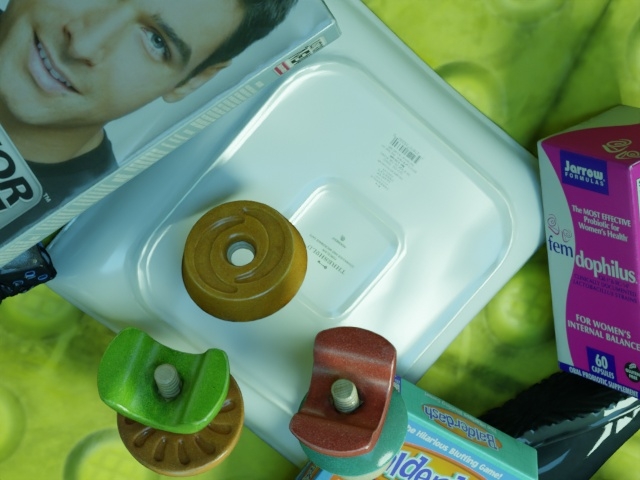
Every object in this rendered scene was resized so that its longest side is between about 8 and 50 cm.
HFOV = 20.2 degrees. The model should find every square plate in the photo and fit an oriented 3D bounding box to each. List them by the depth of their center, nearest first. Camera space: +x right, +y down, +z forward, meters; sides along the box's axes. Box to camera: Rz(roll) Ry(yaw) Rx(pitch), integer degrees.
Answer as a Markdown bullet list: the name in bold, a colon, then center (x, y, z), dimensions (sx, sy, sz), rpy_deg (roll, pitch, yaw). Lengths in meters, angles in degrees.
- **square plate**: center (0.000, 0.000, 1.505), dimensions (0.347, 0.049, 0.344), rpy_deg (39, 96, -25)

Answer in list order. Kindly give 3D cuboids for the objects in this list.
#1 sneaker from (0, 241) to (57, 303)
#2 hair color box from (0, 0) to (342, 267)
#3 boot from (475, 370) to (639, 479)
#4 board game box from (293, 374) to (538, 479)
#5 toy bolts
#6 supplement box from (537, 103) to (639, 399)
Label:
- **sneaker**: center (-0.269, 0.056, 1.429), dimensions (0.121, 0.079, 0.217), rpy_deg (-3, 109, -14)
- **hair color box**: center (-0.190, -0.125, 1.306), dimensions (0.374, 0.113, 0.185), rpy_deg (-34, 89, 3)
- **boot**: center (0.229, 0.235, 1.631), dimensions (0.246, 0.094, 0.207), rpy_deg (-27, 111, 2)
- **board game box**: center (0.063, 0.227, 1.550), dimensions (0.160, 0.047, 0.210), rpy_deg (28, 119, -12)
- **toy bolts**: center (-0.032, 0.105, 1.435), dimensions (0.228, 0.158, 0.218), rpy_deg (17, 67, 15)
- **supplement box**: center (0.269, 0.009, 1.536), dimensions (0.114, 0.111, 0.220), rpy_deg (-22, 115, -32)
